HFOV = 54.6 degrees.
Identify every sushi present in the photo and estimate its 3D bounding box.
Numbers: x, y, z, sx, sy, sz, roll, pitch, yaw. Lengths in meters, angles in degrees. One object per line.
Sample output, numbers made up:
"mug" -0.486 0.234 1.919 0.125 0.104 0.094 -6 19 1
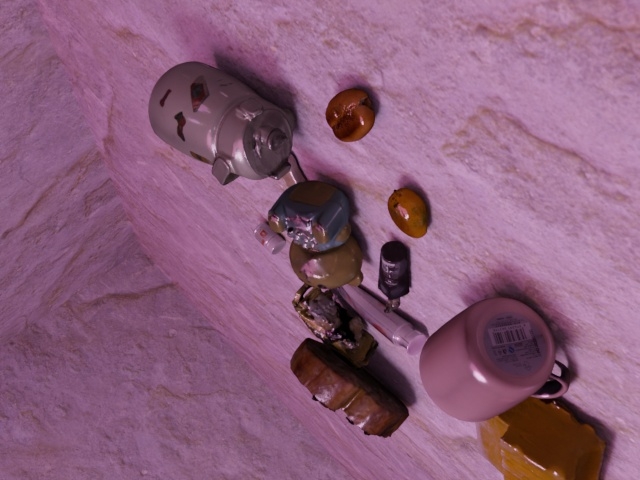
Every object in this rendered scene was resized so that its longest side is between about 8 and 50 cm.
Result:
"sushi" 0.048 0.220 1.714 0.291 0.139 0.131 45 154 -12

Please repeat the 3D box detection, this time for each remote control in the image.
"remote control" -0.065 -0.153 1.460 0.074 0.032 0.122 13 136 57

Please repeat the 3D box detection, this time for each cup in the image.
"cup" 0.329 0.220 1.110 0.253 0.191 0.200 20 152 -1

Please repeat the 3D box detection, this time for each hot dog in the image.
"hot dog" 0.052 -0.220 1.104 0.089 0.060 0.140 56 151 0

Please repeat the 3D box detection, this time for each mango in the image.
"mango" 0.165 -0.049 1.151 0.079 0.057 0.114 18 149 47

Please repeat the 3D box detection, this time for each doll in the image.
"doll" 0.000 0.000 1.399 0.177 0.161 0.260 11 138 27

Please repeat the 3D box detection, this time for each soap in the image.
"soap" 0.430 0.422 1.264 0.259 0.143 0.281 35 158 41

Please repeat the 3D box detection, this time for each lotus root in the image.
"lotus root" 0.083 0.421 1.815 0.391 0.111 0.375 34 -178 -15

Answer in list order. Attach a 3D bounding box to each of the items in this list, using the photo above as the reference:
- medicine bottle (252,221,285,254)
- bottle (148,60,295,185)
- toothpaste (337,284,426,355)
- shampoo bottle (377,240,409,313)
"medicine bottle" -0.151 -0.007 1.818 0.089 0.057 0.057 42 156 20
"bottle" -0.190 -0.242 1.350 0.352 0.229 0.229 30 150 35
"toothpaste" 0.132 0.178 1.556 0.323 0.066 0.100 35 154 45
"shampoo bottle" 0.158 0.087 1.357 0.057 0.064 0.207 48 160 34
